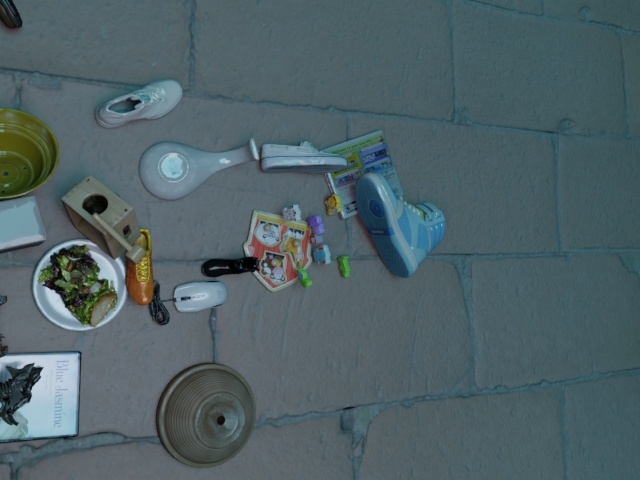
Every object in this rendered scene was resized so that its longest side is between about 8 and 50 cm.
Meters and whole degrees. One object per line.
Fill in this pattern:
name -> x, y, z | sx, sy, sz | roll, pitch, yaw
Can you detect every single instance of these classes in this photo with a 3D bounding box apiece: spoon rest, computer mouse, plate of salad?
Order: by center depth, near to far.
plate of salad -> -0.512, 0.095, 1.458 | 0.200, 0.048, 0.199 | 3, 84, -28
computer mouse -> -0.302, 0.130, 1.572 | 0.193, 0.042, 0.105 | -9, 89, -29
spoon rest -> -0.288, -0.180, 1.602 | 0.277, 0.084, 0.137 | -14, 91, -16

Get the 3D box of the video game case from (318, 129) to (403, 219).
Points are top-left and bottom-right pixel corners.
video game case -> 0.111, -0.181, 1.840 | 0.213, 0.023, 0.193 | -22, 96, -28

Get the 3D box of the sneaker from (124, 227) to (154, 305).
sneaker -> -0.400, 0.057, 1.493 | 0.064, 0.067, 0.175 | -4, 73, -22

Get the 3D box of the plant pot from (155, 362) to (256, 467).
plant pot -> -0.244, 0.402, 1.540 | 0.238, 0.110, 0.237 | 3, 85, -29

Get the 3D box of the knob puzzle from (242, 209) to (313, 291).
knob puzzle -> -0.102, 0.033, 1.698 | 0.213, 0.030, 0.213 | 3, 84, -29

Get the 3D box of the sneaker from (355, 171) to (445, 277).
sneaker -> 0.224, -0.080, 1.824 | 0.208, 0.127, 0.318 | -39, 121, -26

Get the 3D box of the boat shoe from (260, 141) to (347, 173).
boat shoe -> -0.041, -0.217, 1.719 | 0.226, 0.083, 0.075 | -2, 78, -22

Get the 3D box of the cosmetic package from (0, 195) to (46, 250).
cosmetic package -> -0.678, -0.014, 1.335 | 0.238, 0.127, 0.107 | -12, 91, -27

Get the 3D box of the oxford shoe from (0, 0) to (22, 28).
oxford shoe -> -0.718, -0.523, 1.401 | 0.096, 0.083, 0.227 | -42, 108, -2

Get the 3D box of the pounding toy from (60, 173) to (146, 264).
pounding toy -> -0.423, -0.041, 1.399 | 0.206, 0.181, 0.094 | 37, 65, 12

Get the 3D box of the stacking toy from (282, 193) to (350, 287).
stacking toy -> 0.000, 0.000, 1.724 | 0.167, 0.052, 0.221 | -13, 92, -42

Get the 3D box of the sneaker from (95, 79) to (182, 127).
sneaker -> -0.399, -0.314, 1.533 | 0.212, 0.094, 0.080 | -30, 98, -28

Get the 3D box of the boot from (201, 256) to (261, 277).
boot -> -0.209, 0.061, 1.597 | 0.121, 0.099, 0.045 | 0, 84, -29

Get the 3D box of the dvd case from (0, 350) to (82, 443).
dvd case -> -0.625, 0.322, 1.389 | 0.253, 0.022, 0.180 | 3, 84, -29

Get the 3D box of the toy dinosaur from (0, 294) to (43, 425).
toy dinosaur -> -0.668, 0.261, 1.303 | 0.219, 0.164, 0.321 | 19, 94, -11

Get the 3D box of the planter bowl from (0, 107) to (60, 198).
planter bowl -> -0.642, -0.156, 1.371 | 0.217, 0.090, 0.217 | 8, 60, -14
